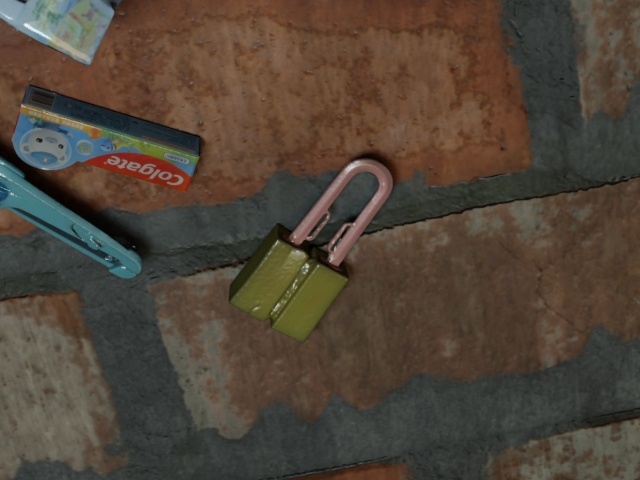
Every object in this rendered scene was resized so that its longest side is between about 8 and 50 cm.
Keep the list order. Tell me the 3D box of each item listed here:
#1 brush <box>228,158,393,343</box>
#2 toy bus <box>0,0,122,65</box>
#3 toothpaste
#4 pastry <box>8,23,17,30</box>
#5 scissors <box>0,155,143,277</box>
[{"bbox_3d":[0.000,0.000,1.473,0.103,0.047,0.233,29,112,-19],"label":"brush"},{"bbox_3d":[-0.188,-0.329,1.187,0.136,0.109,0.329,25,94,-16],"label":"toy bus"},{"bbox_3d":[-0.230,-0.099,1.401,0.193,0.044,0.070,16,121,-13],"label":"toothpaste"},{"bbox_3d":[-0.327,-0.306,1.245,0.103,0.112,0.265,-33,128,12],"label":"pastry"},{"bbox_3d":[-0.357,-0.063,1.389,0.393,0.032,0.180,34,132,-19],"label":"scissors"}]
